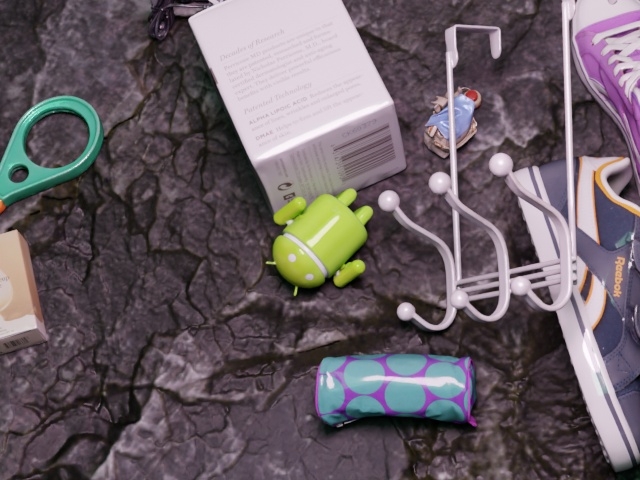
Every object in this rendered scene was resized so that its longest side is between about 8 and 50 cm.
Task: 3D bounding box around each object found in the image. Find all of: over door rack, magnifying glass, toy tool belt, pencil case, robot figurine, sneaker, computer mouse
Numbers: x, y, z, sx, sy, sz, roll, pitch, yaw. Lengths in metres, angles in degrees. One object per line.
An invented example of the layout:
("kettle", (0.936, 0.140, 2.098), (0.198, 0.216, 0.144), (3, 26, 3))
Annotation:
("over door rack", (0.156, -0.086, 1.704), (0.108, 0.239, 0.324), (14, 77, -23))
("magnifying glass", (-0.323, -0.062, 1.901), (0.092, 0.026, 0.231), (39, 77, 21))
("toy tool belt", (0.138, -0.129, 1.852), (0.052, 0.051, 0.083), (31, 74, 19))
("pencil case", (0.073, 0.145, 1.733), (0.152, 0.064, 0.070), (-1, 104, 7))
("robot figurine", (0.000, 0.000, 1.805), (0.115, 0.067, 0.101), (-44, 98, -13))
("sneaker", (0.326, -0.163, 1.783), (0.102, 0.161, 0.282), (-22, 64, 0))
("sneaker", (0.280, 0.054, 1.711), (0.127, 0.126, 0.321), (-17, 63, 7))
("computer mouse", (-0.086, -0.253, 1.928), (0.193, 0.106, 0.042), (6, 43, -2))

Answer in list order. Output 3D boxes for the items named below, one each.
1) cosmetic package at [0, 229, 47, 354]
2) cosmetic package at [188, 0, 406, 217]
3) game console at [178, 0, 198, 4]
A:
("cosmetic package", (-0.320, 0.053, 1.840), (0.060, 0.041, 0.115), (-18, 65, 0))
("cosmetic package", (-0.021, -0.148, 1.828), (0.151, 0.151, 0.183), (-24, 64, -3))
("game console", (-0.131, -0.338, 1.967), (0.085, 0.124, 0.144), (-16, 61, 30))
